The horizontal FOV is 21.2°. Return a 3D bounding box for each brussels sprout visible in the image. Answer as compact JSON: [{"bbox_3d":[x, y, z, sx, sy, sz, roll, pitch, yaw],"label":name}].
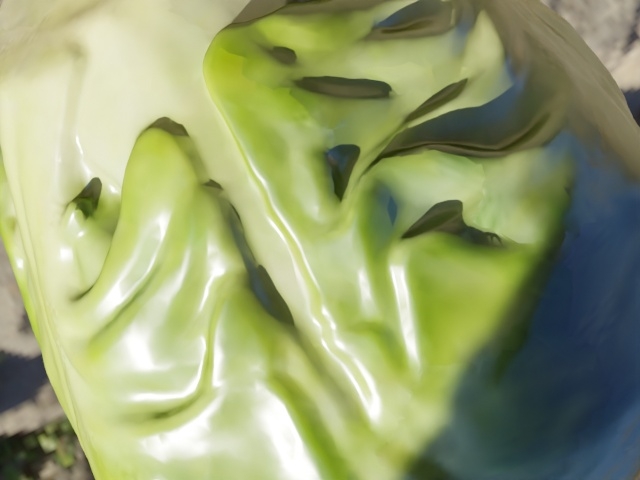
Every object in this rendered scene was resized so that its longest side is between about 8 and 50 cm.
[{"bbox_3d":[0.002,-0.004,0.767,0.289,0.354,0.281,-36,-159,3],"label":"brussels sprout"}]
